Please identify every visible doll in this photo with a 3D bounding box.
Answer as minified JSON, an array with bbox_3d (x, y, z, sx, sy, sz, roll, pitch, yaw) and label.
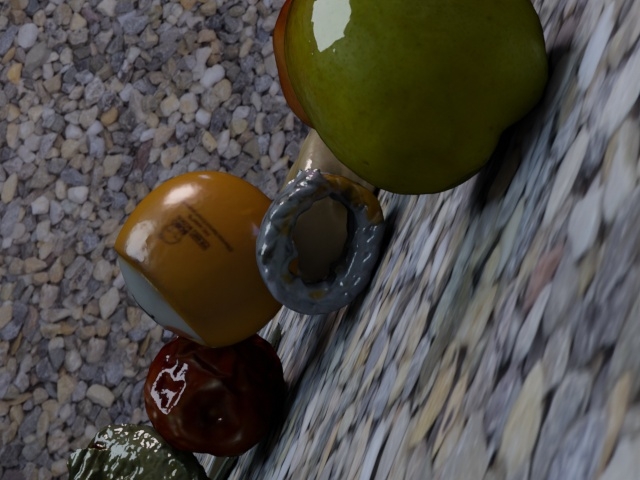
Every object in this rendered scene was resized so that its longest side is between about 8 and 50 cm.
[{"bbox_3d":[-0.125,0.031,1.452,0.236,0.213,0.213,66,-135,-69],"label":"doll"}]

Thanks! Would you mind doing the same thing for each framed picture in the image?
[{"bbox_3d":[-0.129,0.287,1.909,0.217,0.017,0.274,120,172,-48],"label":"framed picture"}]

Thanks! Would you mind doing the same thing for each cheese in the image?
[{"bbox_3d":[-0.003,-0.044,1.581,0.218,0.117,0.235,-62,8,11],"label":"cheese"}]

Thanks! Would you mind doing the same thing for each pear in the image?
[{"bbox_3d":[0.068,-0.133,0.891,0.200,0.200,0.200,-156,90,-85],"label":"pear"}]

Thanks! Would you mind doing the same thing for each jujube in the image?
[{"bbox_3d":[-0.133,0.187,1.532,0.250,0.174,0.174,-90,24,-79],"label":"jujube"}]

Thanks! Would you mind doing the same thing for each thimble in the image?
[{"bbox_3d":[-0.003,0.001,1.299,0.151,0.127,0.118,-61,6,0],"label":"thimble"}]

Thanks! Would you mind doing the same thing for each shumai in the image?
[{"bbox_3d":[-0.211,0.370,1.592,0.218,0.189,0.255,64,-172,-69],"label":"shumai"}]

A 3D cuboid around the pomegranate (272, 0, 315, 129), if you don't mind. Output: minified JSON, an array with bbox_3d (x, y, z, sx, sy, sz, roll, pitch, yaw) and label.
[{"bbox_3d":[0.045,-0.210,1.342,0.209,0.209,0.209,-156,90,-85],"label":"pomegranate"}]
